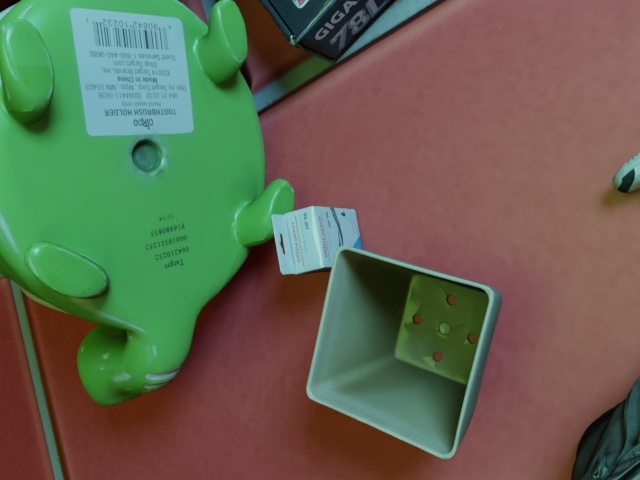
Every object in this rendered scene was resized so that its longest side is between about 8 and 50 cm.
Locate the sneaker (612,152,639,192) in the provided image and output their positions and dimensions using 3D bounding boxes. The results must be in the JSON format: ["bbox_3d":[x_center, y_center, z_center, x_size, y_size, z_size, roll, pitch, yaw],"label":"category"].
[{"bbox_3d":[0.221,-0.046,0.374,0.083,0.032,0.037,-31,74,29],"label":"sneaker"}]

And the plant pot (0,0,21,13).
[{"bbox_3d":[-0.256,-0.296,0.497,0.236,0.267,0.267,2,100,39],"label":"plant pot"}]

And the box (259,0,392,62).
[{"bbox_3d":[0.019,-0.348,0.478,0.295,0.073,0.293,-41,69,26],"label":"box"}]

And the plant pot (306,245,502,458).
[{"bbox_3d":[0.069,0.067,0.432,0.109,0.096,0.109,16,98,30],"label":"plant pot"}]

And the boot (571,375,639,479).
[{"bbox_3d":[0.209,0.084,0.306,0.083,0.161,0.246,44,112,23],"label":"boot"}]

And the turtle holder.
[{"bbox_3d":[-0.167,-0.040,0.526,0.227,0.243,0.320,3,131,46],"label":"turtle holder"}]

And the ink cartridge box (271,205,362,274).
[{"bbox_3d":[0.000,0.000,0.482,0.028,0.083,0.048,-14,83,31],"label":"ink cartridge box"}]
